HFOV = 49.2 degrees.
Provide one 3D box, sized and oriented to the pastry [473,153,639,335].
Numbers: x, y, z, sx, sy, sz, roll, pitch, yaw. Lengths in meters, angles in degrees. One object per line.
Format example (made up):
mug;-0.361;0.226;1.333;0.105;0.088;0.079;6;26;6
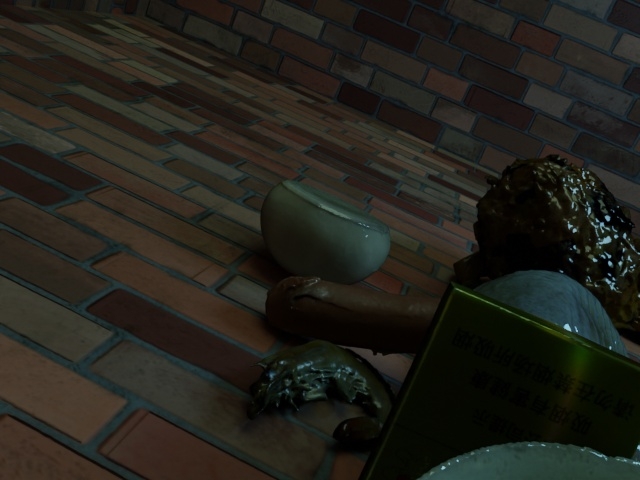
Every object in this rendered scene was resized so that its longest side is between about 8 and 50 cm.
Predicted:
pastry;0.457;0.008;1.353;0.337;0.292;0.405;34;38;-33

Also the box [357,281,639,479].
box;0.116;0.206;0.539;0.173;0.311;0.043;24;7;3

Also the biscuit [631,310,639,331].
biscuit;0.818;0.194;1.682;0.334;0.081;0.289;20;20;3

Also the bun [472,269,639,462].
bun;0.234;0.209;0.725;0.362;0.211;0.362;42;32;-35

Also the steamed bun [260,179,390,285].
steamed bun;0.000;0.000;1.192;0.232;0.145;0.232;24;9;-4

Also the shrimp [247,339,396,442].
shrimp;0.014;0.193;0.856;0.173;0.058;0.253;39;21;18

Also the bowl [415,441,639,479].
bowl;0.169;0.343;0.371;0.435;0.196;0.434;17;33;-12

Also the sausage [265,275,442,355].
sausage;0.123;0.111;0.957;0.419;0.094;0.094;7;56;13

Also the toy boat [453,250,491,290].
toy boat;0.346;0.069;1.505;0.229;0.089;0.088;-16;80;-59
